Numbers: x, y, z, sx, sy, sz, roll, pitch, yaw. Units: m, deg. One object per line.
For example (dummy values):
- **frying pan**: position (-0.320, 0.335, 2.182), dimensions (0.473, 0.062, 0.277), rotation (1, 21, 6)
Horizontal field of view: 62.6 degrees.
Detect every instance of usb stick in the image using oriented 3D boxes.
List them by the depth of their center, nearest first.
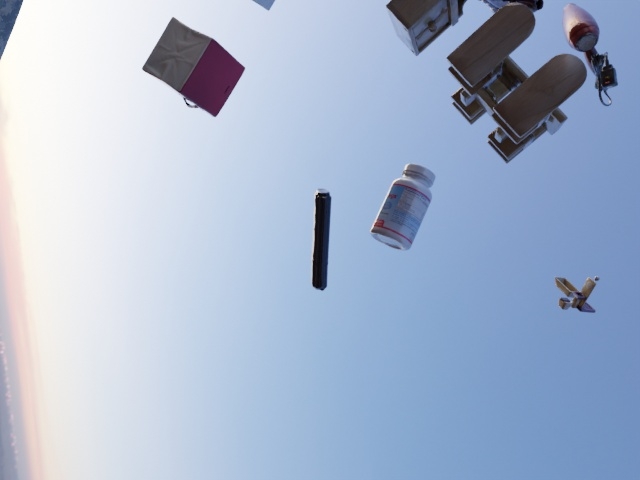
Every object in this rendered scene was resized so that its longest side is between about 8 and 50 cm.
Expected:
- **usb stick**: position (0.000, 0.000, 1.426), dimensions (0.077, 0.045, 0.277), rotation (-119, -151, -69)

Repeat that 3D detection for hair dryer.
- **hair dryer**: position (0.711, -0.507, 1.417), dimensions (0.080, 0.224, 0.293), rotation (-18, -97, 22)

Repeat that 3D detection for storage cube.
- **storage cube**: position (-0.385, -0.524, 1.611), dimensions (0.184, 0.193, 0.215), rotation (35, -86, 23)

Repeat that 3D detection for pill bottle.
- **pill bottle**: position (0.167, -0.067, 1.041), dimensions (0.087, 0.087, 0.160), rotation (9, -110, 58)

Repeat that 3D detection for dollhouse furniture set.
- **dollhouse furniture set**: position (0.224, -0.240, 0.638), dimensions (0.161, 0.212, 0.242), rotation (-41, -100, 12)
- **dollhouse furniture set**: position (0.556, 0.092, 1.167), dimensions (0.114, 0.091, 0.081), rotation (-112, -147, -59)

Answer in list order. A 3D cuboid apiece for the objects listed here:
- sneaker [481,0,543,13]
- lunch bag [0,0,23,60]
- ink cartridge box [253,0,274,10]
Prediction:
- **sneaker**: position (0.439, -0.617, 1.258), dimensions (0.162, 0.282, 0.106), rotation (35, -66, 49)
- **lunch bag**: position (-0.634, -0.389, 0.803), dimensions (0.169, 0.287, 0.235), rotation (19, -93, 18)
- **ink cartridge box**: position (-0.155, -0.794, 1.413), dimensions (0.197, 0.114, 0.272), rotation (46, -72, 30)
